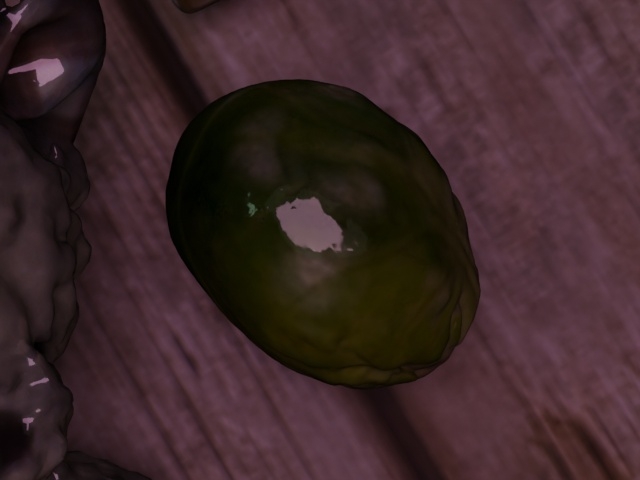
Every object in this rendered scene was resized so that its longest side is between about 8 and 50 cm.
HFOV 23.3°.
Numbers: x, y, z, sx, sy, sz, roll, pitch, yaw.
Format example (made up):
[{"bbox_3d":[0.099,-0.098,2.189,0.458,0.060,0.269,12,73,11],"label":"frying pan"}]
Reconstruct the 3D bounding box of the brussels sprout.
[{"bbox_3d":[0.003,-0.003,0.682,0.155,0.155,0.117,32,87,0],"label":"brussels sprout"}]

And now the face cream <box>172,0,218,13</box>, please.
[{"bbox_3d":[0.031,-0.229,0.722,0.285,0.067,0.139,-27,92,-2],"label":"face cream"}]

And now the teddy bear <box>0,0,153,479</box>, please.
[{"bbox_3d":[-0.156,0.120,0.588,0.362,0.327,0.375,-40,65,22],"label":"teddy bear"}]
